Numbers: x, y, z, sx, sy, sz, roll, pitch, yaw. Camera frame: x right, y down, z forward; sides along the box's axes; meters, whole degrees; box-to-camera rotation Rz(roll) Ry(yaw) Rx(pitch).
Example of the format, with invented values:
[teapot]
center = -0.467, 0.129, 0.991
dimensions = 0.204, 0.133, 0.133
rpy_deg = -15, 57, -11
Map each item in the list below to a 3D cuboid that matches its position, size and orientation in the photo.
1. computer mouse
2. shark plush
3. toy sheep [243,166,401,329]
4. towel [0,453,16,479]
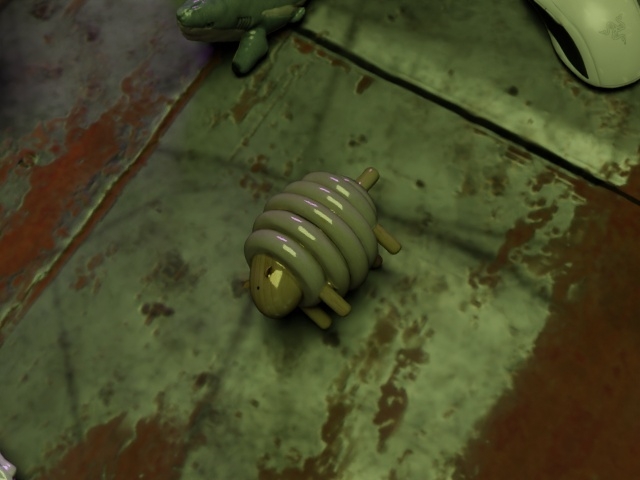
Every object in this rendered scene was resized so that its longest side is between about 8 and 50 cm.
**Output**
[computer mouse]
center = 0.187, -0.200, 0.805
dimensions = 0.106, 0.042, 0.193
rpy_deg = -25, 67, -7
[shark plush]
center = -0.031, -0.187, 0.803
dimensions = 0.161, 0.067, 0.073
rpy_deg = -24, 66, -6
[toy sheep]
center = 0.000, 0.000, 0.712
dimensions = 0.091, 0.091, 0.132
rpy_deg = 30, 58, 16
[towel]
center = -0.358, 0.174, 0.689
dimensions = 0.285, 0.034, 0.209
rpy_deg = -39, 68, -12
